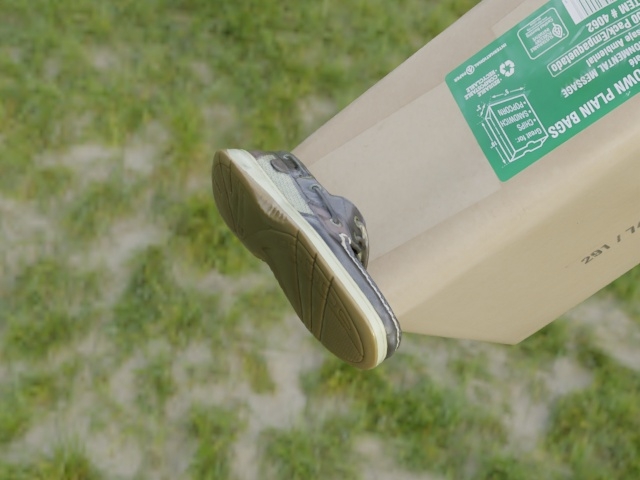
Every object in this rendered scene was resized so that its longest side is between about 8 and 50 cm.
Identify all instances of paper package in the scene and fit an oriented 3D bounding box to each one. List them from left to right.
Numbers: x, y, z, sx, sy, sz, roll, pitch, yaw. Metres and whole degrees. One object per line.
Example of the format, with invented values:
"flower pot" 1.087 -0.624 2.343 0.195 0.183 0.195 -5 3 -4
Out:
"paper package" 0.184 -0.070 1.256 0.309 0.325 0.168 11 48 -62

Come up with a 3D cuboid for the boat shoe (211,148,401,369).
"boat shoe" 0.000 0.000 0.779 0.049 0.056 0.152 -19 50 -25
